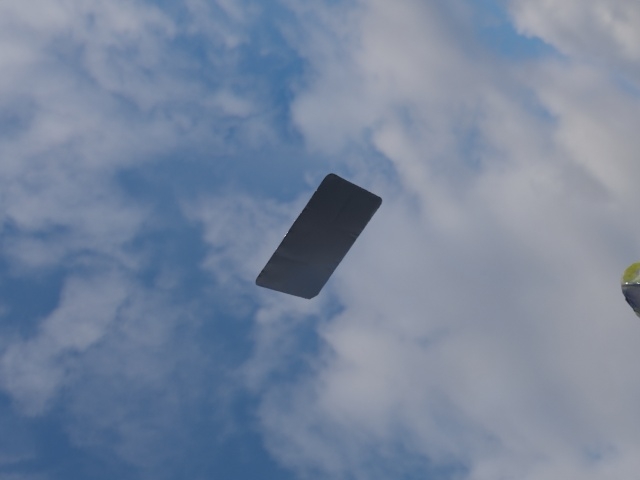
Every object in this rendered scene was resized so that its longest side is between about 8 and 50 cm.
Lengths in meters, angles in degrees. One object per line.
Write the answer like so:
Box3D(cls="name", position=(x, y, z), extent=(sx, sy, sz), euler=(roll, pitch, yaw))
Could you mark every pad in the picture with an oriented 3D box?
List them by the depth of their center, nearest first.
Box3D(cls="pad", position=(0.000, 0.000, 0.843), extent=(0.112, 0.157, 0.003), euler=(21, -162, -48))

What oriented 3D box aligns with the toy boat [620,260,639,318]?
Box3D(cls="toy boat", position=(0.170, 0.049, 0.282), extent=(0.115, 0.063, 0.016), euler=(51, -126, -23))
